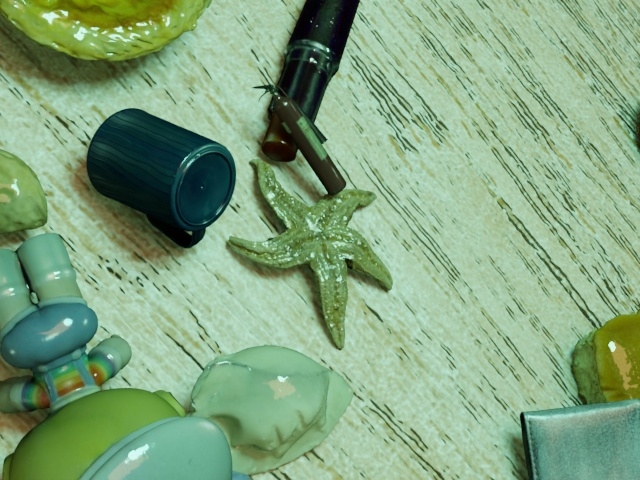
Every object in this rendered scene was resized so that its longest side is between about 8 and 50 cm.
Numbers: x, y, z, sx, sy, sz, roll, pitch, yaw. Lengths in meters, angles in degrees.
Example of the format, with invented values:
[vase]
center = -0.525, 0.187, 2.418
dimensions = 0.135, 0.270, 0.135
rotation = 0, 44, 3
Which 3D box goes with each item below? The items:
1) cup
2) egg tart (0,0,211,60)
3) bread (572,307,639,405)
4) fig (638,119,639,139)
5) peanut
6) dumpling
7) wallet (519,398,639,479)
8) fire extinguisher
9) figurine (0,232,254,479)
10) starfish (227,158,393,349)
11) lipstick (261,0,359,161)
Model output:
[cup]
center = -0.175, -0.073, 1.073
dimensions = 0.138, 0.150, 0.113
rotation = 24, 75, 32
[egg tart]
center = -0.290, -0.348, 1.154
dimensions = 0.319, 0.128, 0.318
rotation = 9, 67, -23
[bread]
center = 0.470, 0.180, 1.286
dimensions = 0.246, 0.121, 0.174
rotation = -8, 72, -29
[fig]
center = 0.640, -0.188, 1.489
dimensions = 0.231, 0.143, 0.160
rotation = 19, 53, 15
[peanut]
center = -0.415, -0.089, 0.997
dimensions = 0.263, 0.117, 0.101
rotation = 37, 80, -10
[dumpling]
center = -0.059, 0.199, 1.049
dimensions = 0.181, 0.111, 0.155
rotation = 19, 95, -3
[wallet]
center = 0.346, 0.320, 1.167
dimensions = 0.167, 0.036, 0.222
rotation = -7, 83, -4
[fire extinguisher]
center = -0.019, -0.139, 1.178
dimensions = 0.049, 0.035, 0.173
rotation = -42, 109, -23
[figurine]
center = -0.252, 0.178, 0.909
dimensions = 0.224, 0.205, 0.382
rotation = -37, 85, -24
[starfish]
center = 0.000, 0.000, 1.193
dimensions = 0.236, 0.062, 0.277
rotation = -18, 73, -35
[lipstick]
center = -0.016, -0.240, 1.261
dimensions = 0.081, 0.081, 0.299
rotation = 26, 63, -13
